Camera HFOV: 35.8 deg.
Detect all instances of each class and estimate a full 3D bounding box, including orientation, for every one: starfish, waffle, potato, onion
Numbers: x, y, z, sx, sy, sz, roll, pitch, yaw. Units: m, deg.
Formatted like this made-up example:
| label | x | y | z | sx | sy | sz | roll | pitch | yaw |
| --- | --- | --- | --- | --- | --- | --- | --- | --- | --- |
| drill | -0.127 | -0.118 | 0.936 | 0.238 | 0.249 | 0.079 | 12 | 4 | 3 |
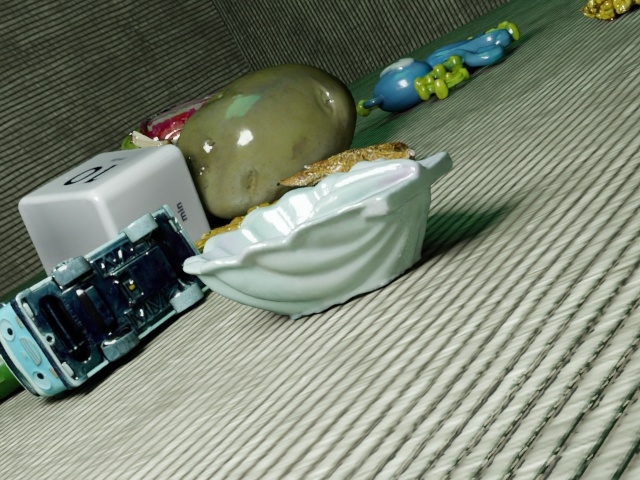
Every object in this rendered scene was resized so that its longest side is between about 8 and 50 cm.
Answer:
| label | x | y | z | sx | sy | sz | roll | pitch | yaw |
| --- | --- | --- | --- | --- | --- | --- | --- | --- | --- |
| starfish | 0.055 | -0.112 | 1.418 | 0.227 | 0.043 | 0.240 | -2 | 14 | 34 |
| waffle | -0.113 | -0.005 | 1.408 | 0.254 | 0.052 | 0.245 | -26 | 9 | 17 |
| potato | -0.079 | -0.173 | 1.646 | 0.326 | 0.221 | 0.243 | -29 | 9 | -23 |
| onion | -0.202 | -0.152 | 1.841 | 0.231 | 0.256 | 0.272 | -2 | 32 | 2 |
| waffle | 0.517 | -0.425 | 1.621 | 0.197 | 0.070 | 0.193 | -28 | 11 | 9 |

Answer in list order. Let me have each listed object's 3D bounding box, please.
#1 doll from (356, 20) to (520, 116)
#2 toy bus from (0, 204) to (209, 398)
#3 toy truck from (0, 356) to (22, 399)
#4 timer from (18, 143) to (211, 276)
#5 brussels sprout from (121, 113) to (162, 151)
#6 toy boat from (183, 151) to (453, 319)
| label | x | y | z | sx | sy | sz | roll | pitch | yaw |
| --- | --- | --- | --- | --- | --- | --- | --- | --- | --- |
| doll | 0.229 | -0.352 | 2.004 | 0.341 | 0.098 | 0.346 | -34 | 13 | -14 |
| toy bus | -0.276 | 0.082 | 1.215 | 0.165 | 0.133 | 0.271 | -28 | 6 | 39 |
| toy truck | -0.455 | 0.174 | 1.363 | 0.243 | 0.101 | 0.125 | -33 | 15 | -4 |
| timer | -0.311 | -0.021 | 1.538 | 0.192 | 0.194 | 0.195 | -2 | 25 | 37 |
| brussels sprout | -0.329 | -0.163 | 2.247 | 0.317 | 0.242 | 0.274 | -31 | 3 | 14 |
| toy boat | 0.000 | 0.000 | 0.918 | 0.290 | 0.100 | 0.199 | -20 | 15 | 48 |
